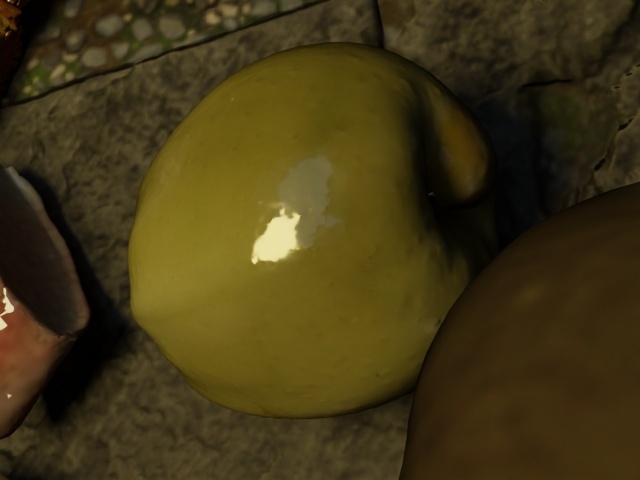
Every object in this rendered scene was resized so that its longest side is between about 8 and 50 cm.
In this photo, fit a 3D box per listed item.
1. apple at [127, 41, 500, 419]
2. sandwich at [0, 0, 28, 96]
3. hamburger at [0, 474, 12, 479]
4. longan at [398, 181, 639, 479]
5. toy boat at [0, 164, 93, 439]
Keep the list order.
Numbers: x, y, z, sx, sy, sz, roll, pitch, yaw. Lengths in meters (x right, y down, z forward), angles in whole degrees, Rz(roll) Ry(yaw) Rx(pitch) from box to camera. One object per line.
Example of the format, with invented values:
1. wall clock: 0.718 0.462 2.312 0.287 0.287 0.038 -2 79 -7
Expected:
1. apple: 0.000 0.000 0.574 0.200 0.200 0.200 -6 70 17
2. sandwich: -0.287 -0.157 0.791 0.235 0.079 0.159 38 77 22
3. hamburger: -0.201 0.197 0.627 0.126 0.081 0.141 2 80 18
4. longan: 0.144 0.139 0.428 0.288 0.288 0.350 26 91 25
5. toy boat: -0.277 0.083 0.709 0.282 0.096 0.206 -44 57 14
